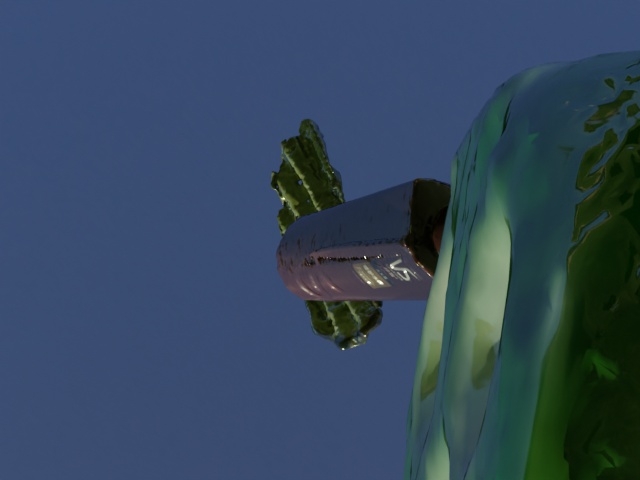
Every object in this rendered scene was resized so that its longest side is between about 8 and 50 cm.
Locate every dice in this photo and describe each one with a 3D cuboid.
[{"bbox_3d":[0.173,0.101,0.492,0.297,0.300,0.287,4,-92,-1],"label":"dice"}]

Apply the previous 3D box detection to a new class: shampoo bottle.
[{"bbox_3d":[0.056,0.003,1.092,0.068,0.236,0.067,22,-106,-26],"label":"shampoo bottle"}]

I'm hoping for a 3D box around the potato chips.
[{"bbox_3d":[-0.001,0.000,1.325,0.092,0.028,0.207,-53,-136,32],"label":"potato chips"}]
